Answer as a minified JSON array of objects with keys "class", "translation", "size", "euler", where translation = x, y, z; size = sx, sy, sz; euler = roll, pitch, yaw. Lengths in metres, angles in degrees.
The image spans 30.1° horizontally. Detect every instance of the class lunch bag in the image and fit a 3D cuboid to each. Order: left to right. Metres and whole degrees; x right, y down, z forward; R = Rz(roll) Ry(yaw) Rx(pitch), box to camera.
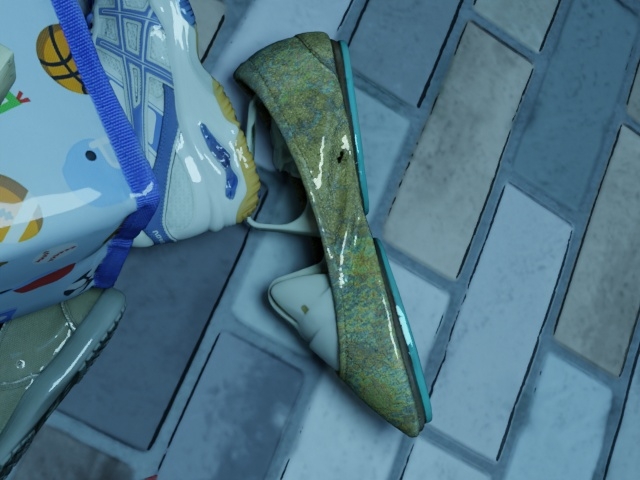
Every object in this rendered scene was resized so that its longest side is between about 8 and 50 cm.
[{"class":"lunch bag","translation":[-0.333,-0.113,0.763],"size":[0.328,0.239,0.385],"euler":[-20,79,-27]}]

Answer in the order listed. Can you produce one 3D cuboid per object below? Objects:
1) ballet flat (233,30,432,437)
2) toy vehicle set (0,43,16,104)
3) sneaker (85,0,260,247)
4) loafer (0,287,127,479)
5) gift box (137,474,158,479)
[{"class":"ballet flat","translation":[0.000,0.000,0.988],"size":[0.123,0.123,0.348],"euler":[-9,83,-28]},{"class":"toy vehicle set","translation":[-0.315,-0.085,0.607],"size":[0.267,0.035,0.166],"euler":[27,68,-2]},{"class":"sneaker","translation":[-0.155,-0.137,0.936],"size":[0.131,0.112,0.296],"euler":[-21,76,-8]},{"class":"loafer","translation":[-0.242,0.117,0.850],"size":[0.087,0.094,0.251],"euler":[36,59,0]},{"class":"gift box","translation":[-0.098,0.309,0.767],"size":[0.255,0.258,0.276],"euler":[30,74,-17]}]
